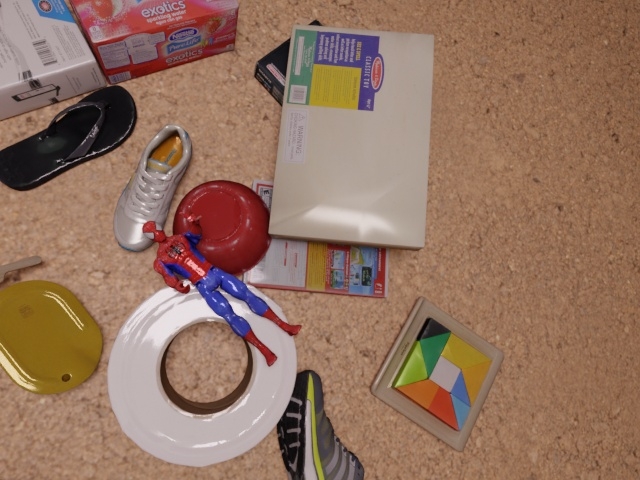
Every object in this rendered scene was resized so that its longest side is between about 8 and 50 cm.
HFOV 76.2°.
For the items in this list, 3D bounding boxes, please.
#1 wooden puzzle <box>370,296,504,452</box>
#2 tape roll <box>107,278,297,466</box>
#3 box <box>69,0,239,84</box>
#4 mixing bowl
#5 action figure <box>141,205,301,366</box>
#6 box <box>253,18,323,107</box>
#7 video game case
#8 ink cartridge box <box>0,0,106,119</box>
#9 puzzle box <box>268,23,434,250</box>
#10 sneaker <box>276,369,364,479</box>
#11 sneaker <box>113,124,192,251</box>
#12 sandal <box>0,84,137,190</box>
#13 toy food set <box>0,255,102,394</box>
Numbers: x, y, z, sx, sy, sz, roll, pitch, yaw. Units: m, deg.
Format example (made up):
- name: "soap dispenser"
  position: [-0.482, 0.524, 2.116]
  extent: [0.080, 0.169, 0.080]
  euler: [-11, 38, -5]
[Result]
- name: "wooden puzzle"
  position: [0.244, 0.263, 0.811]
  extent: [0.238, 0.044, 0.221]
  euler: [36, 72, -8]
- name: "tape roll"
  position: [-0.184, 0.201, 0.669]
  extent: [0.286, 0.100, 0.286]
  euler: [3, 79, -15]
- name: "box"
  position: [-0.289, -0.398, 0.732]
  extent: [0.257, 0.128, 0.123]
  euler: [-26, 88, -18]
- name: "mixing bowl"
  position: [-0.173, -0.031, 0.698]
  extent: [0.181, 0.098, 0.181]
  euler: [1, 79, -4]
- name: "action figure"
  position: [-0.148, 0.060, 0.584]
  extent: [0.280, 0.139, 0.091]
  euler: [41, 70, -2]
- name: "box"
  position: [0.001, -0.317, 0.842]
  extent: [0.175, 0.051, 0.220]
  euler: [-44, 94, -18]
- name: "video game case"
  position: [0.000, 0.000, 0.798]
  extent: [0.285, 0.025, 0.204]
  euler: [7, 78, -15]
- name: "ink cartridge box"
  position: [-0.496, -0.306, 0.676]
  extent: [0.203, 0.086, 0.148]
  euler: [-27, 88, -18]
- name: "puzzle box"
  position: [0.063, -0.193, 0.749]
  extent: [0.272, 0.052, 0.409]
  euler: [6, 80, 2]
- name: "sneaker"
  position: [0.005, 0.373, 0.703]
  extent: [0.121, 0.111, 0.300]
  euler: [-3, 82, -33]
- name: "sneaker"
  position: [-0.289, -0.093, 0.695]
  extent: [0.087, 0.092, 0.229]
  euler: [21, 76, -14]
- name: "sandal"
  position: [-0.420, -0.175, 0.690]
  extent: [0.097, 0.054, 0.254]
  euler: [46, 71, -4]
- name: "toy food set"
  position: [-0.438, 0.135, 0.629]
  extent: [0.128, 0.071, 0.218]
  euler: [-37, 94, -43]
